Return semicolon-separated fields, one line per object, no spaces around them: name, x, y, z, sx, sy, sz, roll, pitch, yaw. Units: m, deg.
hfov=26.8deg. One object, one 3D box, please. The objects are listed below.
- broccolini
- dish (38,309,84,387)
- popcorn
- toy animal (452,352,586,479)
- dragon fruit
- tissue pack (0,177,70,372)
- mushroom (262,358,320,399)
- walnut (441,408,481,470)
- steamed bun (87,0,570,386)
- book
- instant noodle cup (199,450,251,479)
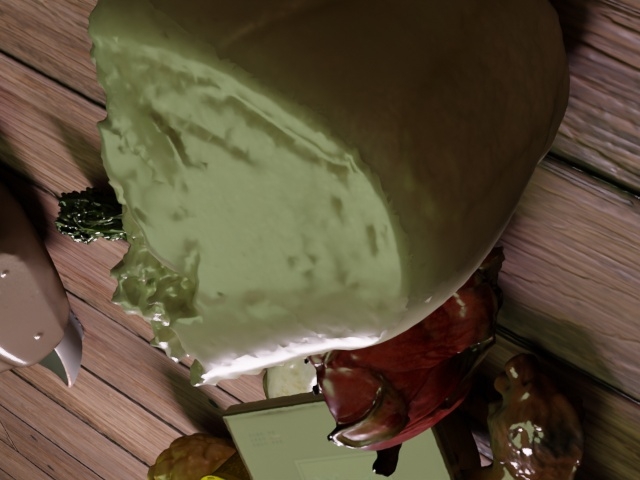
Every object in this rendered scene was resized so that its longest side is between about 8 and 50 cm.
broccolini;-0.200;-0.026;1.463;0.202;0.068;0.091;3;149;32
dish;-0.427;0.115;1.950;0.212;0.077;0.151;15;142;44
popcorn;-0.153;0.345;1.842;0.180;0.170;0.180;35;139;37
toy animal;0.183;0.234;1.193;0.157;0.097;0.312;10;120;50
dragon fruit;0.080;0.052;1.050;0.148;0.224;0.218;-11;153;16
tissue pack;-0.536;0.071;1.687;0.277;0.387;0.267;46;161;38
mushroom;-0.007;0.114;1.352;0.100;0.081;0.312;31;151;10
walnut;0.075;0.221;1.303;0.159;0.159;0.207;3;123;53
steamed bun;-0.017;-0.094;0.812;0.273;0.290;0.272;-12;125;34
book;0.054;0.277;1.236;0.217;0.021;0.310;-12;106;33
instant noodle cup;-0.028;0.285;1.571;0.182;0.144;0.182;32;151;20
